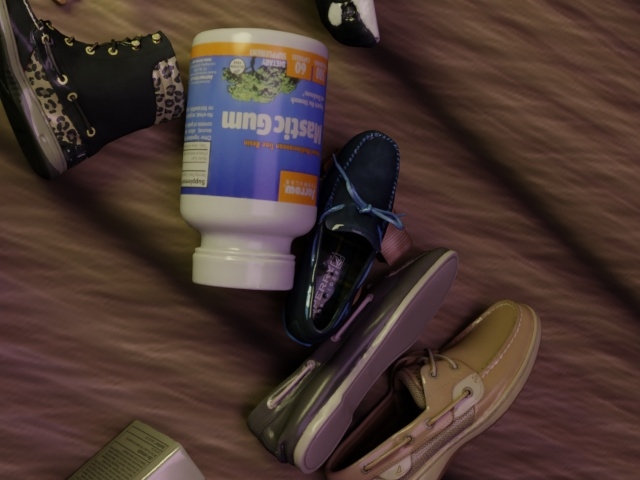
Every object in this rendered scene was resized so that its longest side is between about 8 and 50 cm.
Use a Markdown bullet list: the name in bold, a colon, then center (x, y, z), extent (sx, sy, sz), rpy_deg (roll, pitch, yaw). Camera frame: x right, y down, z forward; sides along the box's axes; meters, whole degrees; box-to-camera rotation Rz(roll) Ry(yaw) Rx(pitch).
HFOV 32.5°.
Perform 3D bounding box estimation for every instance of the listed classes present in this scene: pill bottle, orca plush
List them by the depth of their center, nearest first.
- **pill bottle**: center (-0.075, -0.085, 1.204), extent (0.152, 0.152, 0.272), rpy_deg (4, 90, -29)
- **orca plush**: center (-0.006, -0.358, 1.260), extent (0.102, 0.151, 0.287), rpy_deg (-10, 102, 4)

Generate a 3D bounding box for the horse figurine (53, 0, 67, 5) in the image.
- **horse figurine**: center (-0.282, -0.361, 1.128), extent (0.263, 0.066, 0.174), rpy_deg (36, 81, -22)

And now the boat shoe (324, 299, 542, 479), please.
- **boat shoe**: center (0.144, 0.191, 1.353), extent (0.341, 0.121, 0.110), rpy_deg (-49, 114, -17)

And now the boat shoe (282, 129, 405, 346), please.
- **boat shoe**: center (0.041, -0.002, 1.233), extent (0.109, 0.089, 0.258), rpy_deg (17, 81, -15)

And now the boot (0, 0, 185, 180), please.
- **boot**: center (-0.251, -0.200, 1.141), extent (0.178, 0.085, 0.236), rpy_deg (-26, 113, -27)

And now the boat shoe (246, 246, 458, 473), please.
- **boat shoe**: center (0.041, 0.120, 1.307), extent (0.335, 0.095, 0.112), rpy_deg (-50, 154, -21)

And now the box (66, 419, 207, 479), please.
- **box**: center (-0.252, 0.341, 1.132), extent (0.311, 0.148, 0.121), rpy_deg (-40, 110, -19)

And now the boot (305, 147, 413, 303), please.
- **boot**: center (0.000, 0.000, 1.303), extent (0.197, 0.073, 0.152), rpy_deg (-43, 105, -21)
